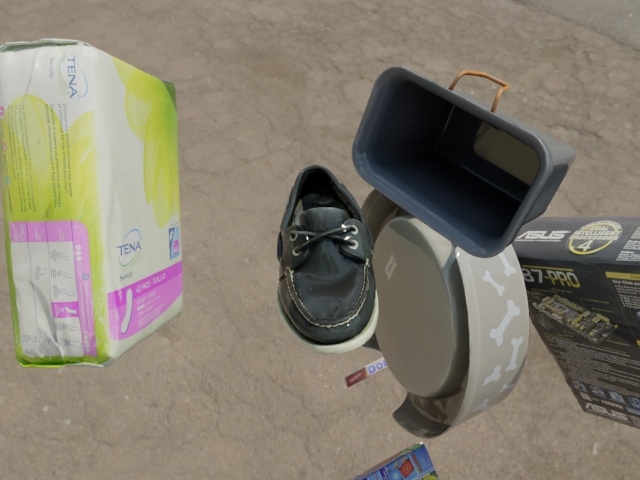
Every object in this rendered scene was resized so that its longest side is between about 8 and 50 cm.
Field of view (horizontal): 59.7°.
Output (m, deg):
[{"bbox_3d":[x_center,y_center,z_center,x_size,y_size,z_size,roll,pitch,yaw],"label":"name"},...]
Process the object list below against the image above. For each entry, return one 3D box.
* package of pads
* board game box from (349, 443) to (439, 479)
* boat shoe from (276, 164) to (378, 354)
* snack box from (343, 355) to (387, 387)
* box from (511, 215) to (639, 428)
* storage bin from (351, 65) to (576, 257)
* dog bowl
[{"bbox_3d":[-0.225,-0.036,0.579,0.101,0.296,0.229,-1,5,5],"label":"package of pads"},{"bbox_3d":[0.138,0.434,0.843,0.136,0.035,0.201,-17,79,-26],"label":"board game box"},{"bbox_3d":[0.004,-0.001,0.710,0.127,0.113,0.340,-4,30,6],"label":"boat shoe"},{"bbox_3d":[0.128,0.220,1.028,0.178,0.064,0.022,-29,77,5],"label":"snack box"},{"bbox_3d":[0.434,0.120,0.637,0.097,0.318,0.395,-45,20,-21],"label":"box"},{"bbox_3d":[0.106,-0.065,0.387,0.091,0.098,0.135,-15,44,-45],"label":"storage bin"},{"bbox_3d":[0.151,0.087,0.778,0.102,0.348,0.348,-4,45,-19],"label":"dog bowl"}]
